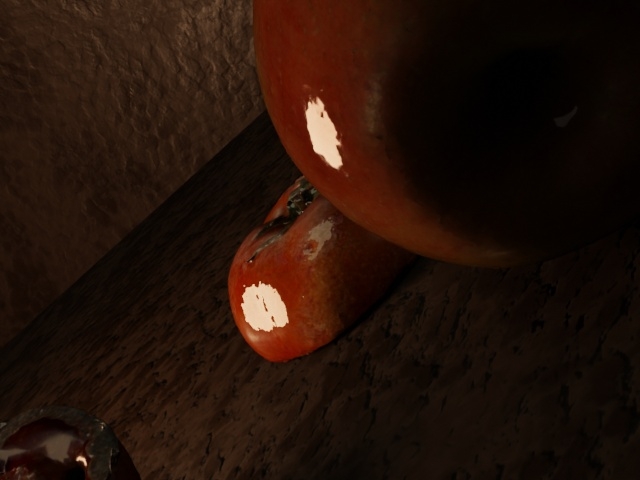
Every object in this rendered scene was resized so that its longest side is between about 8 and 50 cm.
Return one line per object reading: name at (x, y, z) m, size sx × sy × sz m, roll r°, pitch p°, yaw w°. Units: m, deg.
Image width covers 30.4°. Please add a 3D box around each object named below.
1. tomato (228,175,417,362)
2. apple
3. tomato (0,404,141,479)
tomato at (0.000, 0.000, 1.084) m, size 0.237 × 0.095 × 0.237 m, roll -42°, pitch 14°, yaw 13°
apple at (0.112, -0.140, 0.726) m, size 0.319 × 0.319 × 0.277 m, roll -43°, pitch 34°, yaw 13°
tomato at (-0.208, 0.251, 0.865) m, size 0.181 × 0.155 × 0.214 m, roll 10°, pitch 47°, yaw 47°
